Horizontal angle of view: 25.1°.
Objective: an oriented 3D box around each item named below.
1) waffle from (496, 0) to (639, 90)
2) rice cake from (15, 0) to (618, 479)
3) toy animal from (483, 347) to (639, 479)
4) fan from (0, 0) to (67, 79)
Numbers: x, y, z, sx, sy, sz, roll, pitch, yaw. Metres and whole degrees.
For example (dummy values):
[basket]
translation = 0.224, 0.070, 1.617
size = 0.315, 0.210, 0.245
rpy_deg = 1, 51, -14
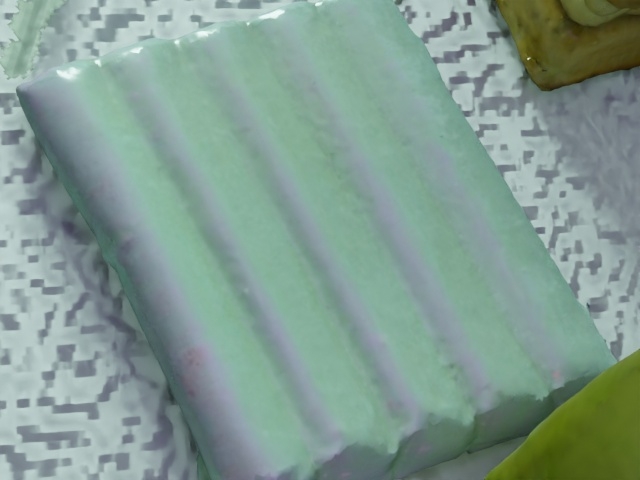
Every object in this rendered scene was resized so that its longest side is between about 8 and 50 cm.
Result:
[waffle]
translation = 0.196, -0.214, 0.691
size = 0.308, 0.091, 0.212
rpy_deg = -18, 74, -24
[rice cake]
translation = 0.000, 0.000, 0.565
size = 0.189, 0.037, 0.198
rpy_deg = -16, 74, -24
[toy animal]
translation = 0.191, 0.189, 0.476
size = 0.181, 0.180, 0.362
rpy_deg = -22, 83, -18
[fan]
translation = -0.096, -0.203, 0.636
size = 0.191, 0.009, 0.329
rpy_deg = 15, 61, -13
